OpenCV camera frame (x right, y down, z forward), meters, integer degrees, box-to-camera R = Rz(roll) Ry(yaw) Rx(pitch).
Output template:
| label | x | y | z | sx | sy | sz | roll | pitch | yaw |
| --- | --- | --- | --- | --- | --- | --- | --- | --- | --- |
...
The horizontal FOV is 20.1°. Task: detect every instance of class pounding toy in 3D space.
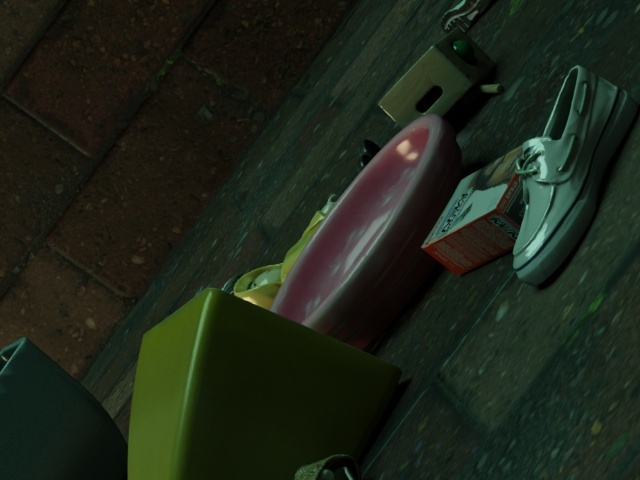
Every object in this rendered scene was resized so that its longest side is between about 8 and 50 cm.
| label | x | y | z | sx | sy | sz | roll | pitch | yaw |
| --- | --- | --- | --- | --- | --- | --- | --- | --- | --- |
| pounding toy | 0.163 | -0.193 | 2.250 | 0.141 | 0.100 | 0.130 | -45 | -1 | 28 |

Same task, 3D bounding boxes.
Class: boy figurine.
| label | x | y | z | sx | sy | sz | roll | pitch | yaw |
| --- | --- | --- | --- | --- | --- | --- | --- | --- | --- |
| boy figurine | 0.000 | 0.000 | 2.318 | 0.285 | 0.092 | 0.177 | -45 | 16 | 26 |

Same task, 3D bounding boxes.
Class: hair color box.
| label | x | y | z | sx | sy | sz | roll | pitch | yaw |
| --- | --- | --- | --- | --- | --- | --- | --- | --- | --- |
| hair color box | 0.171 | -0.032 | 1.754 | 0.093 | 0.053 | 0.167 | -58 | 12 | -24 |

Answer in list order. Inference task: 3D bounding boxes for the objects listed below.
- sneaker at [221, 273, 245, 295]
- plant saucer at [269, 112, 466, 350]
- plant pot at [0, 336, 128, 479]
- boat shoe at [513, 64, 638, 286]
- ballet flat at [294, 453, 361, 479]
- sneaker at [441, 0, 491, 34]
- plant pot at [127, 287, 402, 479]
| label | x | y | z | sx | sy | sz | roll | pitch | yaw |
| --- | --- | --- | --- | --- | --- | --- | --- | --- | --- |
| sneaker | -0.106 | 0.094 | 2.562 | 0.075 | 0.063 | 0.170 | -49 | 16 | 28 |
| plant saucer | 0.060 | 0.012 | 2.026 | 0.332 | 0.084 | 0.332 | -52 | 10 | 13 |
| plant pot | -0.433 | 0.325 | 2.730 | 0.248 | 0.252 | 0.247 | -57 | 11 | -16 |
| boat shoe | 0.208 | -0.061 | 1.614 | 0.083 | 0.076 | 0.226 | -40 | 17 | 53 |
| ballet flat | 0.006 | 0.244 | 1.566 | 0.067 | 0.073 | 0.206 | -36 | 19 | 16 |
| sneaker | 0.217 | -0.333 | 2.596 | 0.109 | 0.040 | 0.044 | -40 | 1 | 42 |
| plant pot | -0.076 | 0.192 | 1.758 | 0.212 | 0.212 | 0.187 | -35 | 34 | 61 |
